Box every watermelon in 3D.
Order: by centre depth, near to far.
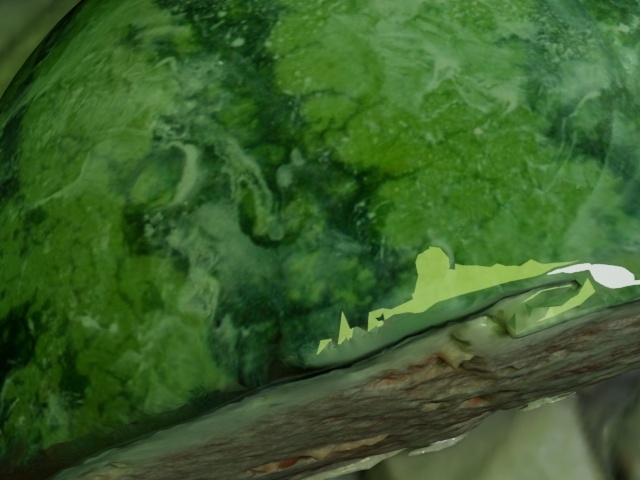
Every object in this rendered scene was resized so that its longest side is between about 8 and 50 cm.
[{"bbox_3d":[0.000,0.000,0.502,0.305,0.180,0.224,-18,29,5],"label":"watermelon"}]
